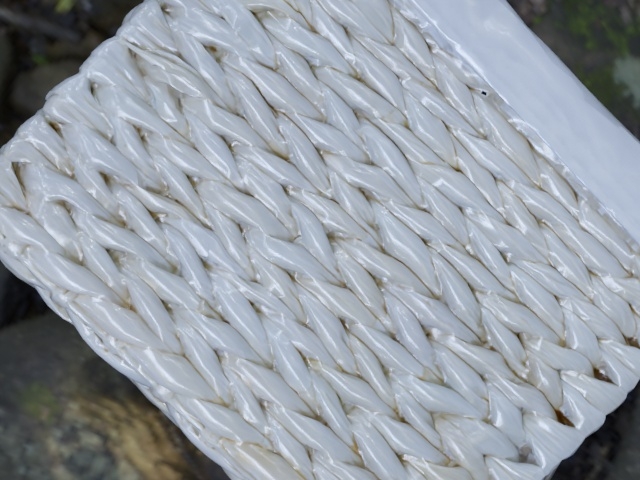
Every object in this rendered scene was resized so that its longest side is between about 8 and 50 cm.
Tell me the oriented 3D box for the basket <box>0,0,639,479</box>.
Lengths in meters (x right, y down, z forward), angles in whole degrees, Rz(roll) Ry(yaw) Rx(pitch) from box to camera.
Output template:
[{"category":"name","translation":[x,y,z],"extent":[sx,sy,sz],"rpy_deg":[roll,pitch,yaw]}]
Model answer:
[{"category":"basket","translation":[0.000,0.000,0.919],"extent":[0.331,0.328,0.266],"rpy_deg":[43,82,-6]}]

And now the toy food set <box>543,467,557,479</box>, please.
[{"category":"toy food set","translation":[0.101,0.111,1.500],"extent":[0.306,0.092,0.219],"rpy_deg":[31,88,4]}]
